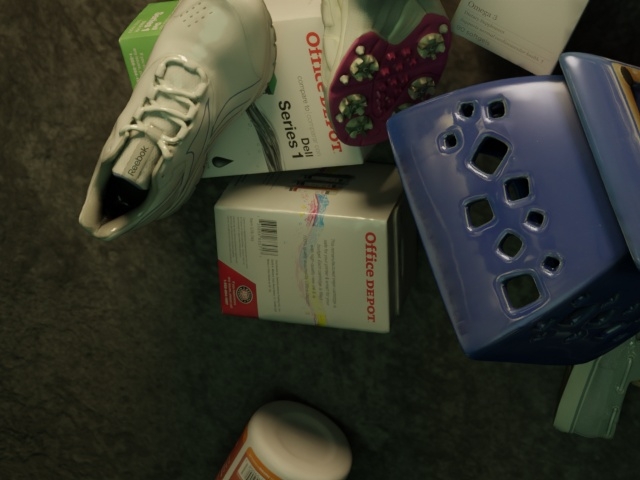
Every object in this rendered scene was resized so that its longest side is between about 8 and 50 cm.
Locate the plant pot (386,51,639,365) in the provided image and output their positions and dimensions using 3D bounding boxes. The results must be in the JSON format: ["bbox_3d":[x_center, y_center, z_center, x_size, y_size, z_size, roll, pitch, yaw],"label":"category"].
[{"bbox_3d":[0.229,-0.034,1.717,0.212,0.236,0.236,-26,73,30],"label":"plant pot"}]

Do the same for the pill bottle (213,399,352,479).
[{"bbox_3d":[-0.062,0.285,2.104,0.121,0.121,0.216,31,124,0],"label":"pill bottle"}]

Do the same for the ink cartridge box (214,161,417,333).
[{"bbox_3d":[0.000,0.000,1.920,0.176,0.127,0.128,7,119,15],"label":"ink cartridge box"}]

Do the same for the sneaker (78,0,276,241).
[{"bbox_3d":[-0.132,-0.111,1.790,0.111,0.129,0.297,30,122,4],"label":"sneaker"}]

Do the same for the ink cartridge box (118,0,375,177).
[{"bbox_3d":[-0.061,-0.152,1.876,0.219,0.092,0.160,-5,117,21],"label":"ink cartridge box"}]

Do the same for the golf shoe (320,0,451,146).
[{"bbox_3d":[0.047,-0.225,1.726,0.115,0.140,0.306,-10,135,-20],"label":"golf shoe"}]

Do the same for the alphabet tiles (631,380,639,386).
[{"bbox_3d":[0.437,0.139,1.924,0.237,0.009,0.198,21,123,5],"label":"alphabet tiles"}]

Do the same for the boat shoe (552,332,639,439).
[{"bbox_3d":[0.295,0.106,1.918,0.081,0.079,0.227,17,128,1],"label":"boat shoe"}]

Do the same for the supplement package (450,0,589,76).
[{"bbox_3d":[0.203,-0.253,1.725,0.105,0.105,0.179,28,123,4],"label":"supplement package"}]
